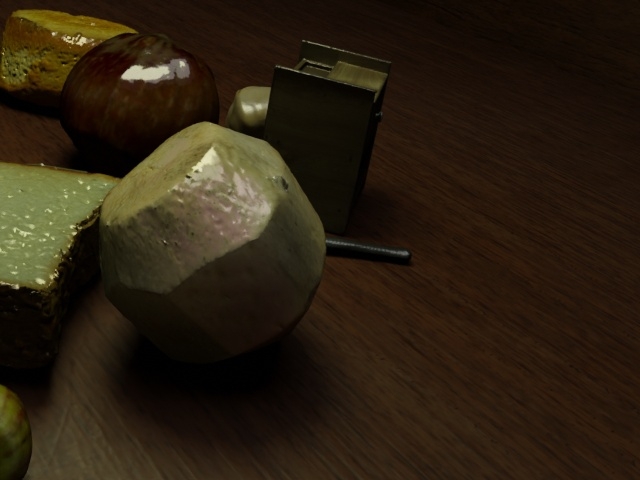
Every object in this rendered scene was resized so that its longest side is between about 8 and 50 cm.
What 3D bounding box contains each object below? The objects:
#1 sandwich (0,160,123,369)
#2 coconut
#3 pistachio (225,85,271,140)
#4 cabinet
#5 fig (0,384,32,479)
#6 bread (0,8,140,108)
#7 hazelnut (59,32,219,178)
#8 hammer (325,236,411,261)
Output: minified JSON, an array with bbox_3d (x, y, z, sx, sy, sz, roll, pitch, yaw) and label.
[{"bbox_3d":[-0.355,0.007,0.768,0.271,0.099,0.301,5,25,0],"label":"sandwich"},{"bbox_3d":[-0.095,0.008,0.741,0.197,0.237,0.237,-30,28,8],"label":"coconut"},{"bbox_3d":[-0.092,-0.198,1.245,0.124,0.125,0.185,11,20,-1],"label":"pistachio"},{"bbox_3d":[0.007,-0.150,1.088,0.148,0.215,0.175,14,27,6],"label":"cabinet"},{"bbox_3d":[-0.268,0.127,0.581,0.093,0.093,0.166,-1,28,-23],"label":"fig"},{"bbox_3d":[-0.421,-0.310,1.318,0.268,0.146,0.268,11,23,-5],"label":"bread"},{"bbox_3d":[-0.258,-0.188,1.075,0.233,0.218,0.218,20,28,13],"label":"hazelnut"},{"bbox_3d":[0.000,0.000,1.005,0.246,0.029,0.103,7,27,-12],"label":"hammer"}]
